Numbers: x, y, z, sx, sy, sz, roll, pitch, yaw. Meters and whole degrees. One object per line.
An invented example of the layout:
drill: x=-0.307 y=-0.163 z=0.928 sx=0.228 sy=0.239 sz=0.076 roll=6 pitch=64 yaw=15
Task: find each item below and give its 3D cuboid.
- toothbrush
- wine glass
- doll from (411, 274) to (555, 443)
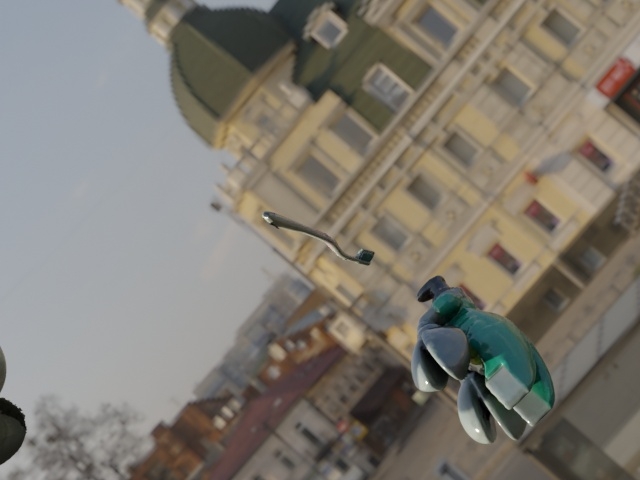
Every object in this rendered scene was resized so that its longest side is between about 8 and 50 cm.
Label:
toothbrush: x=0.000 y=0.000 z=1.335 sx=0.204 sy=0.017 sz=0.022 roll=22 pitch=-80 yaw=-53
wine glass: x=-0.463 y=0.188 z=1.613 sx=0.126 sy=0.126 sz=0.241 roll=-50 pitch=36 yaw=8
doll: x=0.203 y=0.163 z=1.613 sx=0.153 sy=0.195 sz=0.258 roll=-49 pitch=11 yaw=10
